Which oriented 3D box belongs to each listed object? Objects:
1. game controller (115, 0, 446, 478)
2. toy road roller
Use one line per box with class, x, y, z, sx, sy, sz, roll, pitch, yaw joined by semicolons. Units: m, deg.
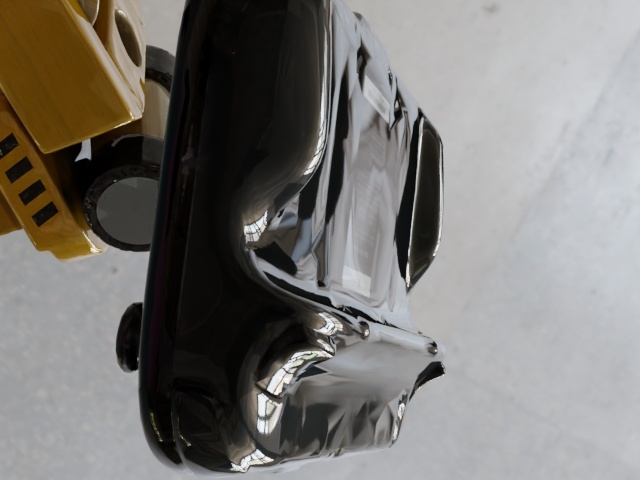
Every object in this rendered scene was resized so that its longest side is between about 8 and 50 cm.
game controller;0.000;0.000;0.553;0.319;0.067;0.167;30;58;-77
toy road roller;-0.255;-0.124;1.237;0.240;0.202;0.330;-18;128;8
